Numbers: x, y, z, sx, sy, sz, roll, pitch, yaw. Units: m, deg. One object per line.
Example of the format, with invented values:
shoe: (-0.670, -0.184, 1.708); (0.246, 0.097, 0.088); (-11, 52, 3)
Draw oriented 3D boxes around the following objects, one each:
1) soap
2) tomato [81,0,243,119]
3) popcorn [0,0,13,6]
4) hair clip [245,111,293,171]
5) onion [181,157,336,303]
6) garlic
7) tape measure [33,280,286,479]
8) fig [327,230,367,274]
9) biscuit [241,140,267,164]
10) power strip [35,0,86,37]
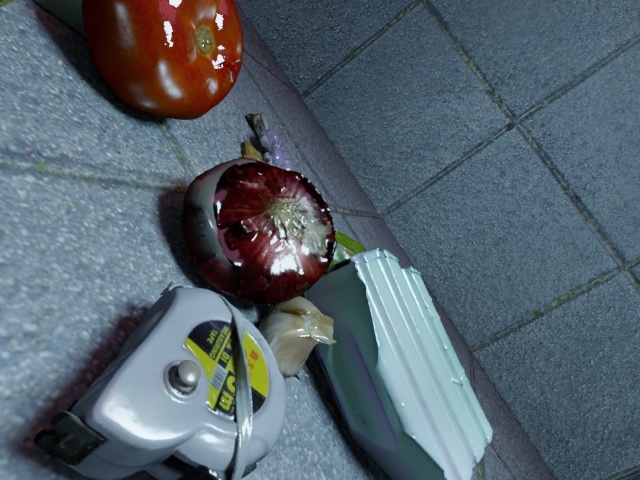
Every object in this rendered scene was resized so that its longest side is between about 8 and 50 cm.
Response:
soap: (0.145, 0.242, 0.811); (0.261, 0.156, 0.447); (-16, 81, -50)
tomato: (-0.297, -0.380, 0.778); (0.226, 0.299, 0.298); (17, 1, 25)
popcorn: (-0.474, -0.393, 0.541); (0.173, 0.142, 0.174); (22, 38, -19)
hair clip: (-0.166, -0.322, 1.357); (0.173, 0.069, 0.301); (27, 32, -58)
onion: (-0.118, -0.006, 0.736); (0.271, 0.195, 0.272); (13, 58, -23)
garlic: (-0.049, 0.159, 0.720); (0.124, 0.099, 0.174); (30, 18, -13)
tape measure: (-0.126, 0.154, 0.439); (0.197, 0.120, 0.236); (44, 23, -14)
fig: (0.006, 0.054, 0.956); (0.233, 0.167, 0.167); (20, 35, -35)
biscuit: (-0.169, -0.193, 1.175); (0.250, 0.035, 0.162); (61, 13, 26)
power strip: (-0.522, -0.480, 0.682); (0.385, 0.062, 0.091); (29, 31, -58)
